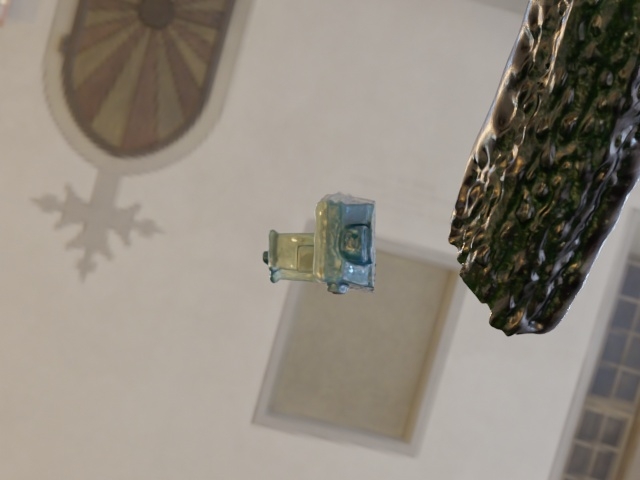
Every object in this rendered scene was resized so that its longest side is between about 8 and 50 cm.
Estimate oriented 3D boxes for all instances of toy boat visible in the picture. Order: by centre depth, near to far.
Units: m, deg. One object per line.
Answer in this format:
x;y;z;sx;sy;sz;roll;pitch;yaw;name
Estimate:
0.000;0.000;1.115;0.102;0.088;0.215;3;-178;4;toy boat

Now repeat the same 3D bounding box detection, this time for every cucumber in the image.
0.119;-0.076;0.533;0.077;0.265;0.077;10;-140;-9;cucumber
